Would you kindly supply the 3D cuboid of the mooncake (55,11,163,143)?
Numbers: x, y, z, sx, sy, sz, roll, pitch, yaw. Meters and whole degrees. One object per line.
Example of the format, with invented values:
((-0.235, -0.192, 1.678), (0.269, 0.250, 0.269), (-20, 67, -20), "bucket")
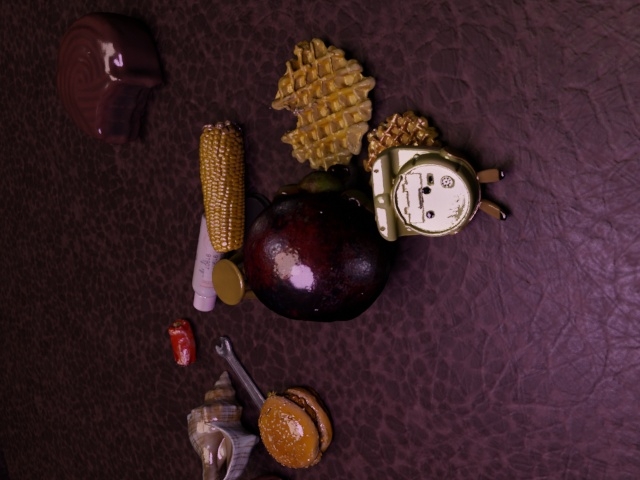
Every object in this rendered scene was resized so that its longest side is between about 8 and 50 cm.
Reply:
((-0.567, -0.421, 1.796), (0.326, 0.174, 0.333), (-12, 92, 42), "mooncake")

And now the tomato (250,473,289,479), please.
((-0.147, 0.705, 1.726), (0.155, 0.181, 0.214), (-18, 87, 59), "tomato")

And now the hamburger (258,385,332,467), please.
((-0.065, 0.450, 1.601), (0.182, 0.118, 0.191), (34, 126, 36), "hamburger")

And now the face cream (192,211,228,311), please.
((-0.277, 0.057, 1.715), (0.082, 0.082, 0.269), (31, 121, 34), "face cream")

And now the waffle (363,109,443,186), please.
((0.156, -0.154, 1.284), (0.191, 0.038, 0.191), (13, 110, 39), "waffle")

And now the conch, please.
((-0.240, 0.530, 1.747), (0.203, 0.170, 0.386), (-31, 65, 47), "conch")

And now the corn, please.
((-0.228, -0.123, 1.585), (0.106, 0.106, 0.305), (0, 93, 43), "corn")

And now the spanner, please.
((-0.184, 0.376, 1.758), (0.302, 0.017, 0.071), (51, 130, 20), "spanner")

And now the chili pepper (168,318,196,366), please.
((-0.382, 0.281, 1.882), (0.070, 0.073, 0.123), (-6, 102, 1), "chili pepper")

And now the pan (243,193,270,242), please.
((-0.119, -0.039, 1.577), (0.235, 0.028, 0.136), (6, 103, 42), "pan")

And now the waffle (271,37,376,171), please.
((0.004, -0.266, 1.385), (0.250, 0.056, 0.261), (42, 124, 26), "waffle")

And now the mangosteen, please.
((-0.005, 0.014, 1.309), (0.300, 0.300, 0.300), (13, 110, 40), "mangosteen")

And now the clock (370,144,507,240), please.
((0.210, -0.084, 1.199), (0.232, 0.069, 0.170), (0, 114, 19), "clock")

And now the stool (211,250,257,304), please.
((-0.184, 0.087, 1.615), (0.134, 0.110, 0.135), (-45, 70, 39), "stool")
